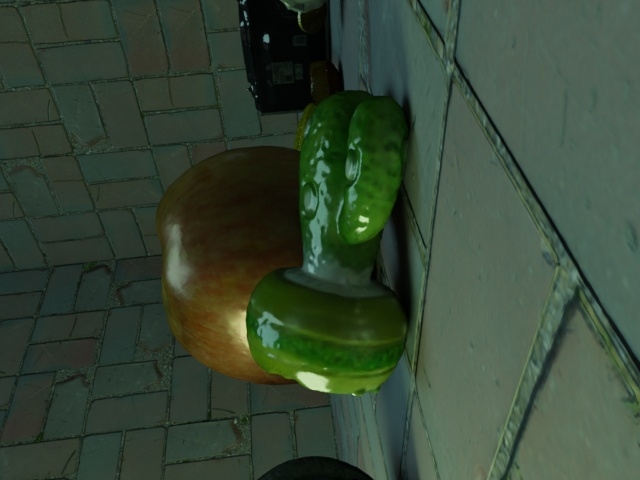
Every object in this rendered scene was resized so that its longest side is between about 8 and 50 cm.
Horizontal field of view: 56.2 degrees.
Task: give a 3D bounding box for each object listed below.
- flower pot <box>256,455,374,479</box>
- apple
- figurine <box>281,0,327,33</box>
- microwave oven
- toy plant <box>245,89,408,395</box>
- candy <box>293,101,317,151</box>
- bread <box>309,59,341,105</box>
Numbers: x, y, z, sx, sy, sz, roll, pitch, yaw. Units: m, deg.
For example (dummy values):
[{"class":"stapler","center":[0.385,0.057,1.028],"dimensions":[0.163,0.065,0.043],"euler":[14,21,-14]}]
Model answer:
[{"class":"flower pot","center":[-0.015,0.436,0.809],"dimensions":[0.283,0.299,0.299],"euler":[136,128,-80]},{"class":"apple","center":[-0.093,0.039,0.989],"dimensions":[0.391,0.347,0.391],"euler":[176,90,-81]},{"class":"figurine","center":[-0.036,-0.449,0.901],"dimensions":[0.271,0.143,0.143],"euler":[90,173,-50]},{"class":"microwave oven","center":[-0.080,-0.447,1.267],"dimensions":[0.295,0.181,0.237],"euler":[88,176,-47]},{"class":"toy plant","center":[0.025,-0.008,0.674],"dimensions":[0.224,0.185,0.315],"euler":[-129,48,-75]},{"class":"candy","center":[-0.006,-0.180,1.196],"dimensions":[0.094,0.106,0.198],"euler":[148,123,-67]},{"class":"bread","center":[0.012,-0.284,1.084],"dimensions":[0.085,0.053,0.085],"euler":[-5,-90,-81]}]
